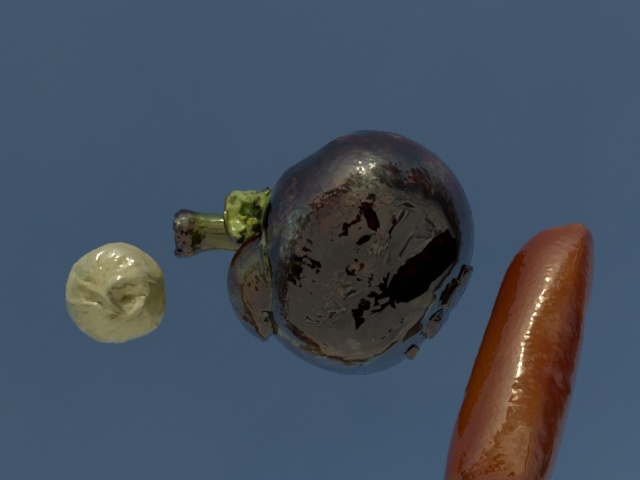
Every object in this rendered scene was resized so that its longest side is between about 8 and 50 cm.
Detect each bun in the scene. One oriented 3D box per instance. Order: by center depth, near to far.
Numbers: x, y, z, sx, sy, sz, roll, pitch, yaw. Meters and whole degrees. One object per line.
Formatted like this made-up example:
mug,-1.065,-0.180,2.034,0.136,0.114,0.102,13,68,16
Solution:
bun,-0.167,0.043,0.955,0.086,0.055,0.086,2,-98,-15

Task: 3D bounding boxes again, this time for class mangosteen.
mangosteen,0.000,0.000,1.097,0.289,0.231,0.231,18,-67,8

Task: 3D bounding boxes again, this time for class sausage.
sausage,0.164,0.100,0.940,0.083,0.300,0.089,15,-38,10
